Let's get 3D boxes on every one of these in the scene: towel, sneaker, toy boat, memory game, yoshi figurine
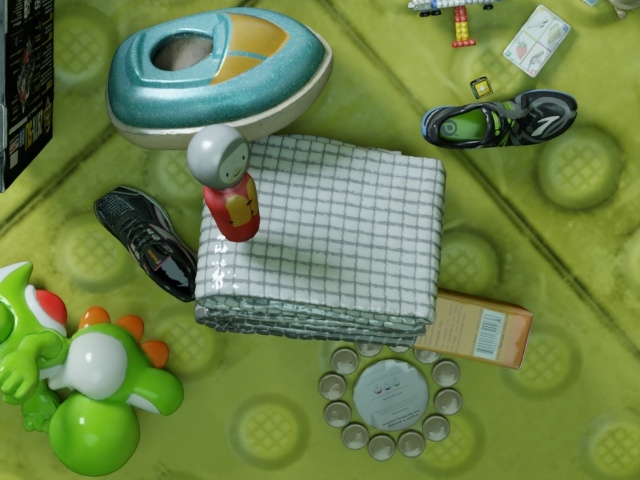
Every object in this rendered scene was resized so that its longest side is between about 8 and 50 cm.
[{"bbox_3d":[0.000,0.000,1.699,0.283,0.121,0.235,6,60,-4],"label":"towel"},{"bbox_3d":[0.215,-0.137,1.736,0.188,0.078,0.067,-7,104,1],"label":"sneaker"},{"bbox_3d":[-0.112,-0.153,1.618,0.267,0.318,0.148,-12,138,3],"label":"toy boat"},{"bbox_3d":[-0.202,0.006,1.774,0.178,0.077,0.072,41,100,-9],"label":"sneaker"},{"bbox_3d":[0.091,0.195,1.856,0.186,0.012,0.186,0,104,0],"label":"memory game"},{"bbox_3d":[-0.353,0.174,1.770,0.362,0.203,0.203,22,119,-8],"label":"yoshi figurine"}]

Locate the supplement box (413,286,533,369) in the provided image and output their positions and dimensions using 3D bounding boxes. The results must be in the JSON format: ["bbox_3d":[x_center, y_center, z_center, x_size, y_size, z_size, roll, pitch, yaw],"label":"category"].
[{"bbox_3d":[0.137,0.096,1.791,0.233,0.078,0.080,14,93,-3],"label":"supplement box"}]

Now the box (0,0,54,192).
[{"bbox_3d":[-0.351,-0.210,1.592,0.079,0.322,0.257,4,105,-2],"label":"box"}]

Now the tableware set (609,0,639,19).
[{"bbox_3d":[0.366,-0.354,1.701,0.168,0.020,0.141,-40,102,-1],"label":"tableware set"}]

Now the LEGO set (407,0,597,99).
[{"bbox_3d":[0.223,-0.290,1.707,0.182,0.060,0.244,36,98,-8],"label":"LEGO set"}]
